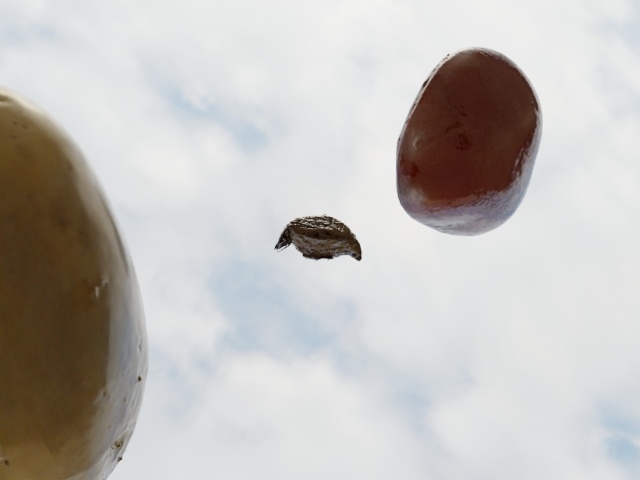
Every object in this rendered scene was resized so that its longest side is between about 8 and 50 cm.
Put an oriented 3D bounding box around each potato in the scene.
[{"bbox_3d":[-0.165,0.030,0.605,0.146,0.150,0.233,-38,-53,-66],"label":"potato"}]

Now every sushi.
[{"bbox_3d":[0.000,0.000,1.256,0.099,0.047,0.050,10,-149,-6],"label":"sushi"}]

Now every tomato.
[{"bbox_3d":[0.145,-0.089,1.010,0.166,0.082,0.174,21,-99,-52],"label":"tomato"}]
